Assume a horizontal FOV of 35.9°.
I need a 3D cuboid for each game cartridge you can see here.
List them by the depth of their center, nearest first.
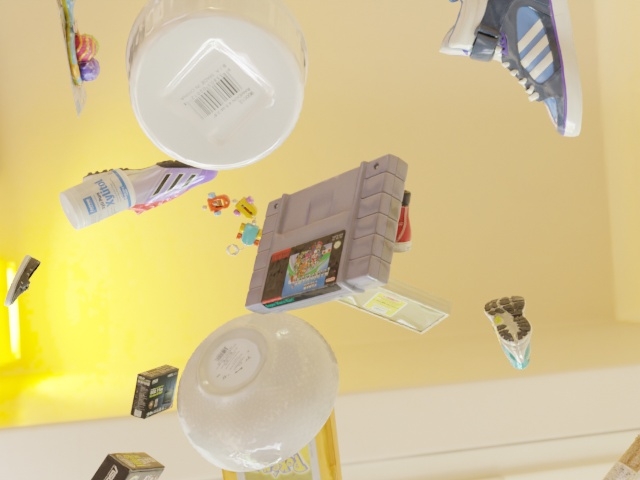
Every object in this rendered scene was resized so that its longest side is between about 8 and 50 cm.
[{"bbox_3d":[0.000,0.000,1.703,0.355,0.068,0.230,-18,-131,50],"label":"game cartridge"},{"bbox_3d":[-0.094,0.469,2.196,0.053,0.286,0.323,-10,94,-66],"label":"game cartridge"}]

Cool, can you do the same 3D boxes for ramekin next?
[{"bbox_3d":[-0.151,-0.238,1.449,0.135,0.277,0.277,-99,-168,-60],"label":"ramekin"}]

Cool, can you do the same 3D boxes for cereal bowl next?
[{"bbox_3d":[-0.142,0.274,1.947,0.141,0.339,0.338,56,11,-45],"label":"cereal bowl"}]

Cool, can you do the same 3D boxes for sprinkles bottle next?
[{"bbox_3d":[0.701,0.583,2.278,0.121,0.355,0.121,41,-9,8],"label":"sprinkles bottle"}]

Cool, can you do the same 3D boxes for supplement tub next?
[{"bbox_3d":[-0.364,-0.068,1.620,0.071,0.107,0.071,42,-32,35],"label":"supplement tub"}]

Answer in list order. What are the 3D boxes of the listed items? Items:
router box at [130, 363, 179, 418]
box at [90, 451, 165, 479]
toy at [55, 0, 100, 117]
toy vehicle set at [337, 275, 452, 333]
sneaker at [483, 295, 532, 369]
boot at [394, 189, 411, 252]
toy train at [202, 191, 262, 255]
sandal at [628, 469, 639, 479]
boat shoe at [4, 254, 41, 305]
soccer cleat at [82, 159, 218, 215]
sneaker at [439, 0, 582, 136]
[{"bbox_3d":[-0.352,0.321,2.108,0.122,0.038,0.092,-10,112,-69],"label":"router box"},{"bbox_3d":[-0.428,0.539,1.916,0.270,0.060,0.216,-56,167,-6],"label":"box"},{"bbox_3d":[-0.434,-0.358,1.795,0.137,0.056,0.237,-102,-177,-65],"label":"toy"},{"bbox_3d":[0.156,0.137,2.325,0.166,0.267,0.035,132,-22,-62],"label":"toy vehicle set"},{"bbox_3d":[0.472,0.222,2.467,0.275,0.107,0.109,-81,157,-65],"label":"sneaker"},{"bbox_3d":[0.106,-0.070,2.402,0.088,0.244,0.176,-25,117,-62],"label":"boot"},{"bbox_3d":[-0.205,-0.053,2.385,0.046,0.125,0.166,-80,152,-68],"label":"toy train"},{"bbox_3d":[0.696,0.516,1.957,0.416,0.169,0.102,-54,-164,12],"label":"sandal"},{"bbox_3d":[-0.710,0.097,2.358,0.049,0.040,0.142,120,-12,-57],"label":"boat shoe"},{"bbox_3d":[-0.385,-0.118,2.279,0.108,0.319,0.116,52,30,-87],"label":"soccer cleat"},{"bbox_3d":[0.342,-0.332,1.810,0.130,0.236,0.322,-59,138,-74],"label":"sneaker"}]
